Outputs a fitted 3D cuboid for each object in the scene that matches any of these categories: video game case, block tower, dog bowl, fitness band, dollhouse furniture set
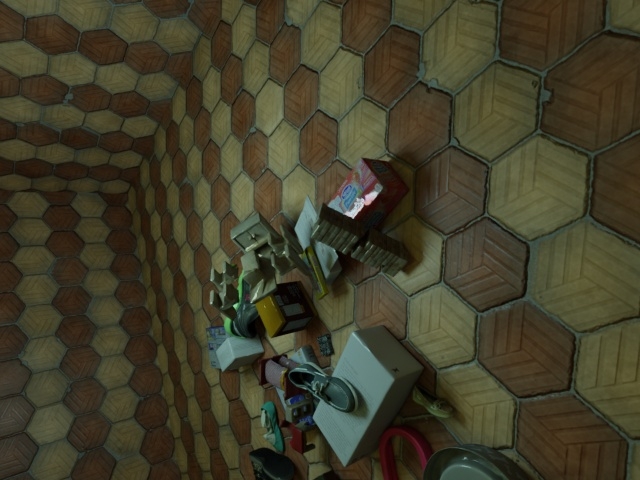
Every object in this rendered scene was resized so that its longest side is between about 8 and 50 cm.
[{"bbox_3d":[-0.589,0.637,2.403,0.269,0.061,0.244,-16,82,49],"label":"video game case"},{"bbox_3d":[0.127,0.001,1.349,0.097,0.335,0.091,-54,15,36],"label":"block tower"},{"bbox_3d":[0.465,0.758,1.148,0.349,0.102,0.349,5,97,50],"label":"dog bowl"},{"bbox_3d":[0.304,0.788,1.382,0.209,0.054,0.291,-16,81,46],"label":"fitness band"},{"bbox_3d":[-0.146,0.699,1.720,0.201,0.152,0.374,1,93,49],"label":"dollhouse furniture set"},{"bbox_3d":[-0.229,0.110,1.664,0.362,0.256,0.394,-32,38,11],"label":"dollhouse furniture set"}]

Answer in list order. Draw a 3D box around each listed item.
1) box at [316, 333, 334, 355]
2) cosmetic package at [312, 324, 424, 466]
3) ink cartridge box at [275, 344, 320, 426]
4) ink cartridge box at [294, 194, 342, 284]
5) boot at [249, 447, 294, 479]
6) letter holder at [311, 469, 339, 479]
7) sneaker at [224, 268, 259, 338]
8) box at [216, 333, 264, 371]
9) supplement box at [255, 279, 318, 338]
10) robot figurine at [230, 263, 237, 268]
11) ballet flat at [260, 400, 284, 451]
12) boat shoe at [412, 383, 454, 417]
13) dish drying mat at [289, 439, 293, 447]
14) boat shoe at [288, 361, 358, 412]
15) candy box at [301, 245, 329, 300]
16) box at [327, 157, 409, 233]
[{"bbox_3d":[0.020,0.444,1.710,0.067,0.018,0.083,-33,67,45],"label":"box"},{"bbox_3d":[0.156,0.557,1.448,0.230,0.161,0.453,45,125,40],"label":"cosmetic package"},{"bbox_3d":[-0.079,0.678,1.809,0.307,0.072,0.303,-51,57,40],"label":"ink cartridge box"},{"bbox_3d":[0.000,0.000,1.614,0.296,0.066,0.261,65,153,23],"label":"ink cartridge box"},{"bbox_3d":[-0.231,1.207,1.962,0.377,0.138,0.284,-13,81,53],"label":"boot"},{"bbox_3d":[0.061,1.117,1.630,0.152,0.214,0.302,-36,60,9],"label":"letter holder"},{"bbox_3d":[-0.317,0.272,2.010,0.202,0.185,0.483,22,104,7],"label":"sneaker"},{"bbox_3d":[-0.423,0.584,2.113,0.182,0.181,0.119,-48,57,39],"label":"box"},{"bbox_3d":[-0.153,0.297,1.768,0.129,0.194,0.191,-55,53,37],"label":"supplement box"},{"bbox_3d":[-0.515,0.184,2.282,0.101,0.067,0.115,51,129,19],"label":"robot figurine"},{"bbox_3d":[-0.252,0.938,2.008,0.083,0.087,0.247,-30,70,46],"label":"ballet flat"},{"bbox_3d":[0.360,0.516,1.292,0.153,0.056,0.048,16,109,55],"label":"boat shoe"},{"bbox_3d":[-0.123,0.961,1.920,0.083,0.008,0.032,-56,52,37],"label":"dish drying mat"},{"bbox_3d":[0.002,0.529,1.432,0.319,0.099,0.116,13,100,52],"label":"boat shoe"},{"bbox_3d":[-0.025,0.133,1.629,0.105,0.027,0.206,123,129,-64],"label":"candy box"},{"bbox_3d":[0.147,-0.130,1.430,0.300,0.142,0.154,-54,54,36],"label":"box"}]
